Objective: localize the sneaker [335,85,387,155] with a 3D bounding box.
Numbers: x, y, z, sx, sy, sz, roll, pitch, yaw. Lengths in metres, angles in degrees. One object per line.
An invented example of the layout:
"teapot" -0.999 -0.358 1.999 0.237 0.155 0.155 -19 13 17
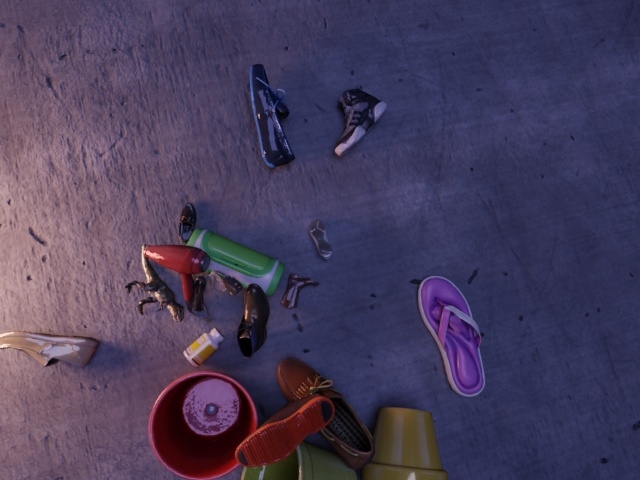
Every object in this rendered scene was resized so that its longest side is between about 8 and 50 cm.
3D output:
"sneaker" 0.102 -0.422 1.512 0.153 0.101 0.268 41 71 0

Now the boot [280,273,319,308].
"boot" -0.067 0.175 1.417 0.106 0.037 0.114 14 76 7

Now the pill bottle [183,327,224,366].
"pill bottle" -0.354 0.324 1.333 0.116 0.065 0.065 -41 89 -12

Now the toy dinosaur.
"toy dinosaur" -0.524 0.153 1.338 0.118 0.064 0.268 -31 85 -19

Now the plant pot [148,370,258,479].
"plant pot" -0.314 0.491 1.222 0.274 0.243 0.275 2 80 -9

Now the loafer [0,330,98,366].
"loafer" -0.789 0.313 1.246 0.268 0.102 0.092 7 74 -9

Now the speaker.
"speaker" -0.266 0.069 1.357 0.296 0.131 0.131 24 78 -5

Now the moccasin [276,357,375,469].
"moccasin" 0.008 0.486 1.270 0.139 0.147 0.380 -25 53 -27

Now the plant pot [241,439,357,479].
"plant pot" -0.042 0.682 1.215 0.254 0.276 0.276 27 76 -31

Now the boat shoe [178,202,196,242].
"boat shoe" -0.427 -0.059 1.395 0.048 0.042 0.133 4 79 -6

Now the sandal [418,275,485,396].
"sandal" 0.460 0.310 1.448 0.169 0.102 0.416 -19 84 -12

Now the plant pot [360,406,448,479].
"plant pot" 0.252 0.635 1.303 0.253 0.254 0.239 10 65 -8

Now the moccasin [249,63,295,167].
"moccasin" -0.157 -0.418 1.459 0.116 0.138 0.342 -11 96 3

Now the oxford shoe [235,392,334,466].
"oxford shoe" -0.095 0.488 1.129 0.271 0.098 0.097 -22 97 -19

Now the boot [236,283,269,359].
"boot" -0.203 0.245 1.303 0.082 0.106 0.219 2 110 8

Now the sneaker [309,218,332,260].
"sneaker" 0.000 0.000 1.452 0.053 0.061 0.152 -15 65 -4

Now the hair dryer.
"hair dryer" -0.396 0.114 1.279 0.223 0.080 0.293 -40 100 24
